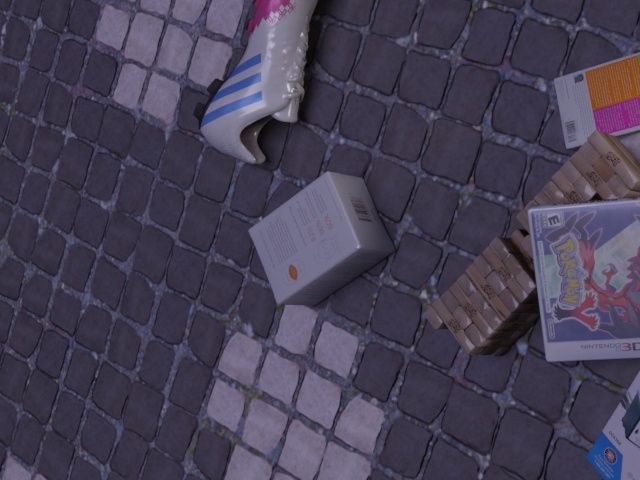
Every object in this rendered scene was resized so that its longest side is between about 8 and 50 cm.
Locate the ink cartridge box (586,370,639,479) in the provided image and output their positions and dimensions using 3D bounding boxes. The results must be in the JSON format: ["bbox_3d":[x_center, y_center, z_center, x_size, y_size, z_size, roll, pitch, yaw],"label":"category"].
[{"bbox_3d":[0.418,0.227,1.479,0.139,0.082,0.190,51,126,46],"label":"ink cartridge box"}]

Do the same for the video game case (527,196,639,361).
[{"bbox_3d":[0.354,0.048,1.535,0.184,0.023,0.201,-5,104,19],"label":"video game case"}]

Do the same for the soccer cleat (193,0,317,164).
[{"bbox_3d":[-0.061,-0.265,1.921,0.143,0.116,0.331,39,112,17],"label":"soccer cleat"}]

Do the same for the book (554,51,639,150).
[{"bbox_3d":[0.373,-0.178,1.611,0.144,0.035,0.096,-13,81,37],"label":"book"}]

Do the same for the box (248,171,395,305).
[{"bbox_3d":[0.000,0.000,1.848,0.170,0.091,0.130,-35,66,30],"label":"box"}]

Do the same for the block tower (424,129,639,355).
[{"bbox_3d":[0.285,0.016,1.625,0.335,0.091,0.097,-48,59,25],"label":"block tower"}]
